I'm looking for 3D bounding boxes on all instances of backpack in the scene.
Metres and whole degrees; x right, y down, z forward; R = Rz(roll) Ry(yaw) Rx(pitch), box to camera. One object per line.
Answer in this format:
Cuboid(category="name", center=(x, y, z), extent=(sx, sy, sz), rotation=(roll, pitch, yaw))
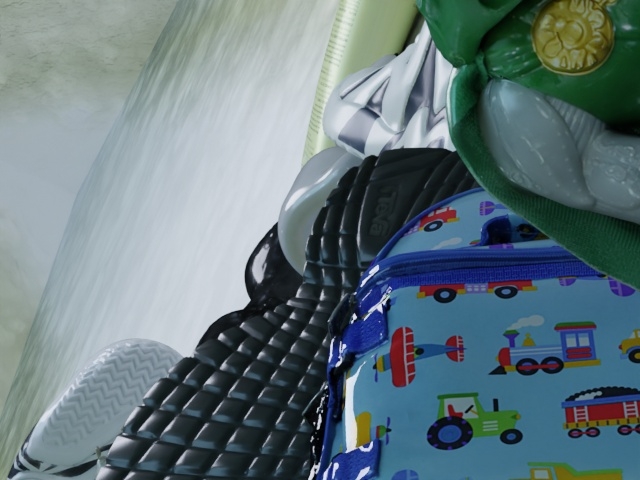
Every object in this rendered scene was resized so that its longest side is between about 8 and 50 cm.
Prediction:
Cuboid(category="backpack", center=(0.075, 0.046, 0.520), extent=(0.173, 0.158, 0.117), rotation=(-80, -13, -47))

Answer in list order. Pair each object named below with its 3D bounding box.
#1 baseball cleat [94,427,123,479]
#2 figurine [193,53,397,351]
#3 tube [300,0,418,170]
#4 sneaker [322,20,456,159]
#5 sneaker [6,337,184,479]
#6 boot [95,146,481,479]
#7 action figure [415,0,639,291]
Cuboid(category="baseball cleat", center=(-0.074, 0.169, 1.047), extent=(0.072, 0.109, 0.206), rotation=(-25, 12, -16))
Cuboid(category="figurine", center=(0.000, 0.000, 1.142), extent=(0.215, 0.092, 0.209), rotation=(-59, 10, 27))
Cuboid(category="tube", center=(0.028, -0.128, 1.330), extent=(0.070, 0.062, 0.240), rotation=(8, -76, -57))
Cuboid(category="sneaker", center=(0.082, -0.095, 0.932), extent=(0.153, 0.094, 0.235), rotation=(-63, 13, 9))
Cuboid(category="sneaker", center=(-0.207, 0.233, 1.453), extent=(0.210, 0.137, 0.366), rotation=(-137, 68, -74))
Cuboid(category="boot", center=(0.019, 0.090, 0.671), extent=(0.246, 0.083, 0.161), rotation=(-50, -46, -42))
Cuboid(category="action figure", center=(0.108, -0.018, 0.338), extent=(0.137, 0.232, 0.063), rotation=(-71, 13, -15))
